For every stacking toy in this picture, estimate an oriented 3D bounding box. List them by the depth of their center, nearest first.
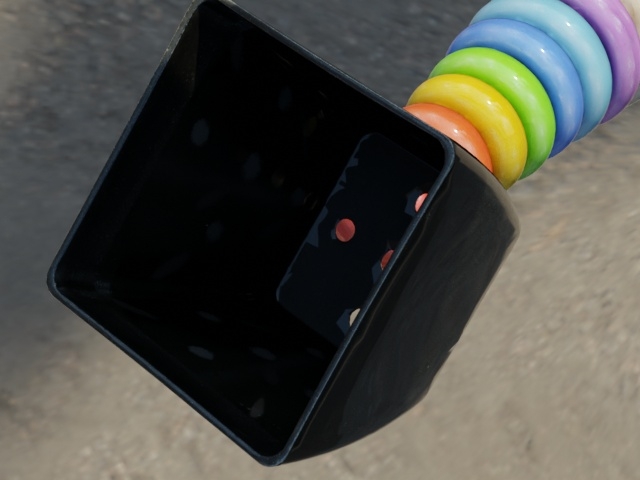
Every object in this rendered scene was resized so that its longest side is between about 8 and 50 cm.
[{"bbox_3d":[0.115,-0.090,1.339,0.141,0.330,0.141,24,133,28],"label":"stacking toy"}]

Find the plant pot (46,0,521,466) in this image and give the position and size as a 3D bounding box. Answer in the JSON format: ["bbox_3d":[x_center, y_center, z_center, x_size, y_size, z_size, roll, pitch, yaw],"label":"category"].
[{"bbox_3d":[0.000,0.000,1.019,0.187,0.167,0.188,35,101,31],"label":"plant pot"}]
